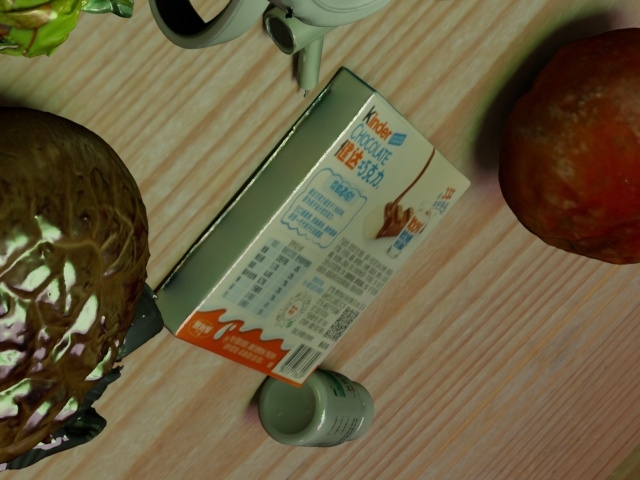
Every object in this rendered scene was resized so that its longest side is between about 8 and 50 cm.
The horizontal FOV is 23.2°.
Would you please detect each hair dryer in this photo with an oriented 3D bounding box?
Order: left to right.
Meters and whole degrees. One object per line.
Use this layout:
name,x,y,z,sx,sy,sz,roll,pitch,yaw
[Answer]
hair dryer,-0.012,-0.147,1.203,0.063,0.038,0.124,-34,158,-23

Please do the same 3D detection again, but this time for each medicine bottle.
medicine bottle,-0.001,0.171,1.595,0.080,0.080,0.130,-53,154,11

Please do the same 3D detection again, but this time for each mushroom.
mushroom,-0.214,0.030,1.001,0.253,0.153,0.253,-36,141,-35

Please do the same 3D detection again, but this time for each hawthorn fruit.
hawthorn fruit,0.317,-0.072,1.532,0.242,0.272,0.242,-46,162,-21

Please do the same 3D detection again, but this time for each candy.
candy,-0.131,-0.159,0.976,0.262,0.077,0.073,-22,147,-57

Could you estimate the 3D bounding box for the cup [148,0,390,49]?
cup,-0.028,-0.214,0.883,0.167,0.202,0.221,-39,150,-17

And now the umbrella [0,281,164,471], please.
umbrella,-0.245,0.153,1.153,0.337,0.128,0.154,-30,145,-38

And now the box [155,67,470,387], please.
box,0.000,0.000,1.399,0.265,0.048,0.273,-49,153,3
